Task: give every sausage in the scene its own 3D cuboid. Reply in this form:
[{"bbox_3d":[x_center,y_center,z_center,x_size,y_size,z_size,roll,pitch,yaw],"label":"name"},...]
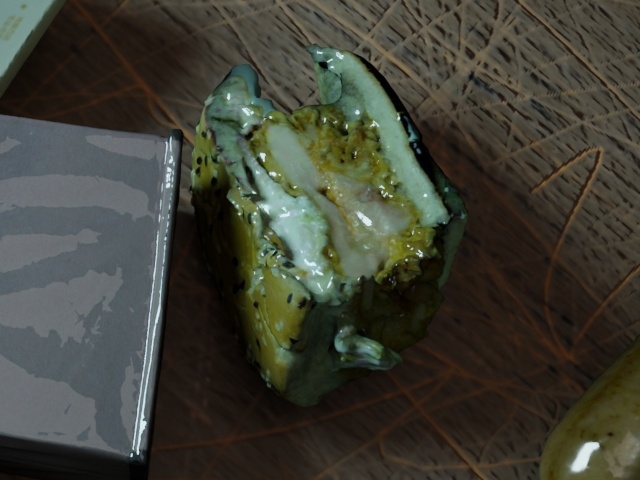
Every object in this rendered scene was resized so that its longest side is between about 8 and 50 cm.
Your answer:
[{"bbox_3d":[0.369,0.078,1.548,0.501,0.123,0.136,-29,57,-20],"label":"sausage"}]

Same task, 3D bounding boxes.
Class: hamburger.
[{"bbox_3d":[0.000,0.000,1.479,0.168,0.192,0.288,-9,47,-21],"label":"hamburger"}]

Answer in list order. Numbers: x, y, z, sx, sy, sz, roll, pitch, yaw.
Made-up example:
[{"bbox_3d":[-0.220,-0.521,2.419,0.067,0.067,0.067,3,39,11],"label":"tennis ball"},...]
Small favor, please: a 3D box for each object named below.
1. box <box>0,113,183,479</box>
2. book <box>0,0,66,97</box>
[{"bbox_3d":[-0.189,0.051,1.411,0.153,0.188,0.252,8,72,-4],"label":"box"},{"bbox_3d":[-0.338,-0.183,1.475,0.295,0.020,0.208,16,63,28],"label":"book"}]
